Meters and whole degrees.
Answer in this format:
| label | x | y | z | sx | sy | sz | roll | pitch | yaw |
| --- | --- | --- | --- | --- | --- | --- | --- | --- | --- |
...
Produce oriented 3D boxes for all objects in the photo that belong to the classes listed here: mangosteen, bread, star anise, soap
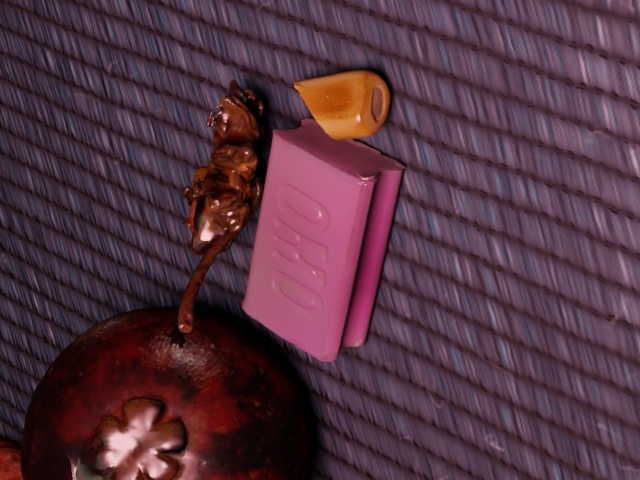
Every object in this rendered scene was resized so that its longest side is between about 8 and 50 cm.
| label | x | y | z | sx | sy | sz | roll | pitch | yaw |
| --- | --- | --- | --- | --- | --- | --- | --- | --- | --- |
| mangosteen | -0.153 | 0.213 | 1.449 | 0.311 | 0.311 | 0.311 | 17 | 118 | 37 |
| bread | 0.016 | -0.119 | 1.307 | 0.103 | 0.049 | 0.062 | -4 | 76 | 44 |
| star anise | -0.096 | -0.033 | 1.369 | 0.073 | 0.177 | 0.233 | 19 | 91 | -5 |
| soap | 0.000 | 0.000 | 1.361 | 0.122 | 0.065 | 0.203 | 30 | 124 | 30 |

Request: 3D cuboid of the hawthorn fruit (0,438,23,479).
| label | x | y | z | sx | sy | sz | roll | pitch | yaw |
| --- | --- | --- | --- | --- | --- | --- | --- | --- | --- |
| hawthorn fruit | -0.439 | 0.366 | 1.761 | 0.242 | 0.272 | 0.241 | 13 | 108 | 46 |
